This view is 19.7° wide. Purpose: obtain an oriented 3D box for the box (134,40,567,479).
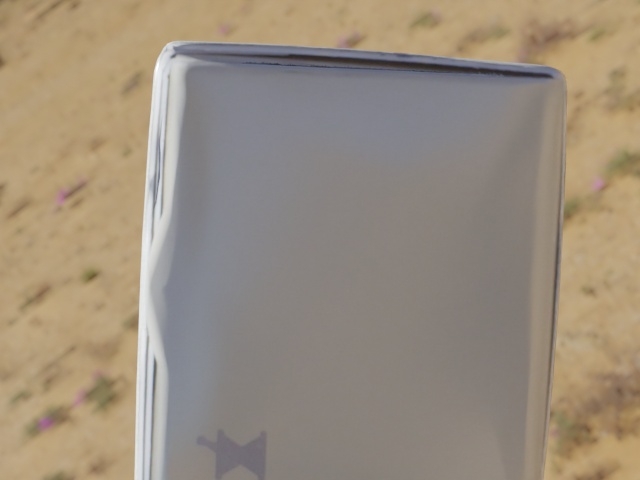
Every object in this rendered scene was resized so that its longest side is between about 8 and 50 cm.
[{"bbox_3d":[0.000,0.000,0.535,0.094,0.113,0.275,3,6,-3],"label":"box"}]
